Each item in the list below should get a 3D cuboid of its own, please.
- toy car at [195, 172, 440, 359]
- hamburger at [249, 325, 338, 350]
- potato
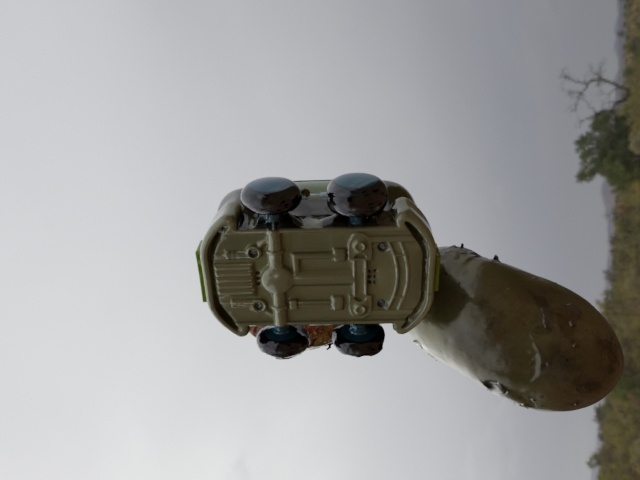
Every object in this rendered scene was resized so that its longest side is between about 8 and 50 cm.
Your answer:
[{"bbox_3d":[0.000,0.000,0.664,0.198,0.248,0.204,-86,-6,-63],"label":"toy car"},{"bbox_3d":[-0.034,0.090,0.993,0.107,0.231,0.230,-11,-78,-76],"label":"hamburger"},{"bbox_3d":[0.212,0.100,0.679,0.165,0.263,0.164,-33,-46,-41],"label":"potato"}]
